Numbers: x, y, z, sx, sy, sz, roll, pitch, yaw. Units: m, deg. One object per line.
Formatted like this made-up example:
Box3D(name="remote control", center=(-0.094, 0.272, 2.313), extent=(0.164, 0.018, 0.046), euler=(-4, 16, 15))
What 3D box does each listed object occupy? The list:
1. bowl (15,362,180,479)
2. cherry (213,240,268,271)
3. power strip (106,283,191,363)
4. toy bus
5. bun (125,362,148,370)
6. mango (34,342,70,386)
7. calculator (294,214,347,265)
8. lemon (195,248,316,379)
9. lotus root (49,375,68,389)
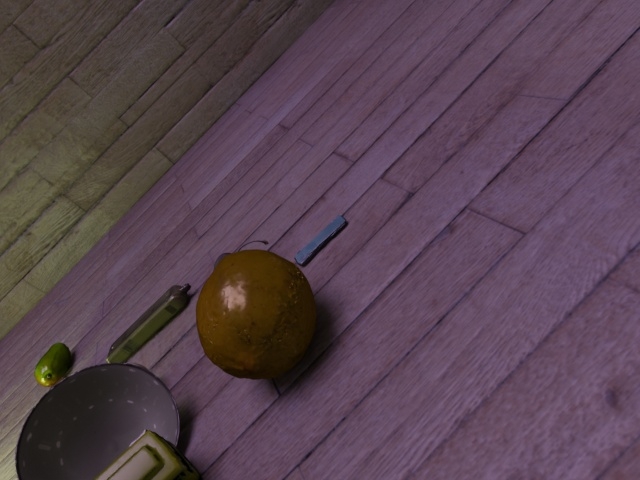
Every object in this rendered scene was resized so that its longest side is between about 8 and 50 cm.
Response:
Box3D(name="bowl", center=(-0.495, 0.471, 1.107), extent=(0.157, 0.337, 0.337), euler=(105, -176, -54))
Box3D(name="cherry", center=(-0.231, 0.090, 1.351), extent=(0.188, 0.115, 0.148), euler=(-5, 29, 41))
Box3D(name="power strip", center=(-0.569, 0.276, 1.597), extent=(0.387, 0.066, 0.092), euler=(-43, 28, 9))
Box3D(name="toy bus", center=(-0.370, 0.500, 0.903), extent=(0.128, 0.150, 0.262), euler=(31, 57, 29))
Box3D(name="bun", center=(-0.524, 0.426, 1.294), extent=(0.173, 0.120, 0.173), euler=(-25, 34, 18))
Box3D(name="mango", center=(-1.064, 0.494, 1.896), extent=(0.125, 0.111, 0.233), euler=(-41, 28, -2))
Box3D(name="calculator", center=(0.000, 0.000, 1.263), extent=(0.172, 0.018, 0.057), euler=(-44, 31, 2))
Box3D(name="lemon", center=(-0.137, 0.147, 1.012), extent=(0.258, 0.258, 0.310), euler=(-40, 33, 10))
Box3D(name="lotus root", center=(-0.879, 0.536, 1.631), extent=(0.110, 0.097, 0.258), euler=(-45, 21, -14))
